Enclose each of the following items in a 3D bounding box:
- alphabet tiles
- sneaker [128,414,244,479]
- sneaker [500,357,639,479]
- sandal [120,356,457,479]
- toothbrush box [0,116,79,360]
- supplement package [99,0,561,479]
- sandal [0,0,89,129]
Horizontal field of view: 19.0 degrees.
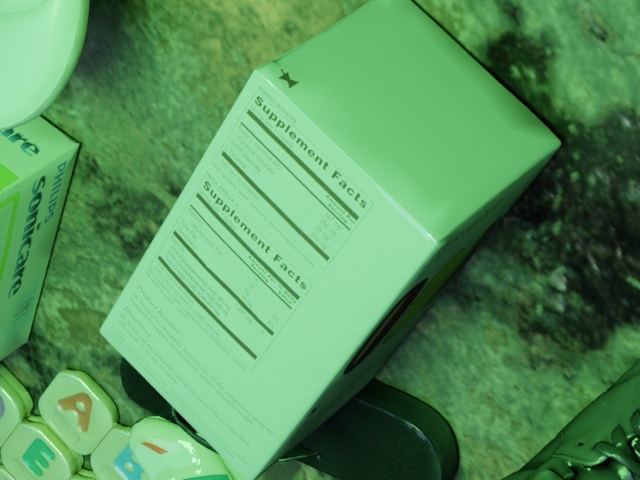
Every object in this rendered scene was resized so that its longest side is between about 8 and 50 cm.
[{"bbox_3d":[-0.188,0.224,1.464,0.284,0.021,0.278,47,135,5],"label":"alphabet tiles"},{"bbox_3d":[-0.082,0.191,1.319,0.161,0.075,0.057,45,135,6],"label":"sneaker"},{"bbox_3d":[0.175,0.124,1.025,0.104,0.147,0.296,47,134,7],"label":"sneaker"},{"bbox_3d":[-0.033,0.109,1.243,0.254,0.054,0.097,14,125,31],"label":"sandal"},{"bbox_3d":[-0.308,0.035,1.252,0.122,0.283,0.206,35,133,14],"label":"toothbrush box"},{"bbox_3d":[0.000,0.000,1.088,0.134,0.139,0.244,44,136,9],"label":"supplement package"},{"bbox_3d":[-0.231,-0.270,1.138,0.169,0.102,0.416,-25,87,30],"label":"sandal"}]
